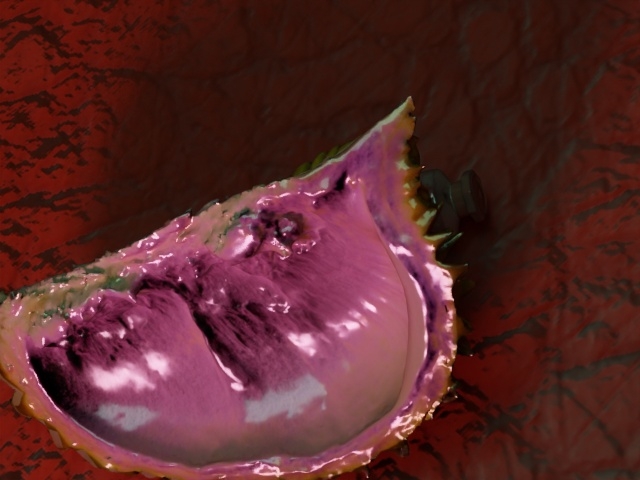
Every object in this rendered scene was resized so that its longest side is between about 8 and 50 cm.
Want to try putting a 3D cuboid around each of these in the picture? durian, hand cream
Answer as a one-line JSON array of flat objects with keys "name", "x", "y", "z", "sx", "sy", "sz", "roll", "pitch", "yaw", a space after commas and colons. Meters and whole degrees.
[{"name": "durian", "x": -0.039, "y": 0.051, "z": 1.082, "sx": 0.341, "sy": 0.191, "sz": 0.112, "roll": -25, "pitch": 17, "yaw": 28}, {"name": "hand cream", "x": 0.000, "y": 0.000, "z": 1.134, "sx": 0.209, "sy": 0.043, "sz": 0.067, "roll": -15, "pitch": 68, "yaw": 20}]
